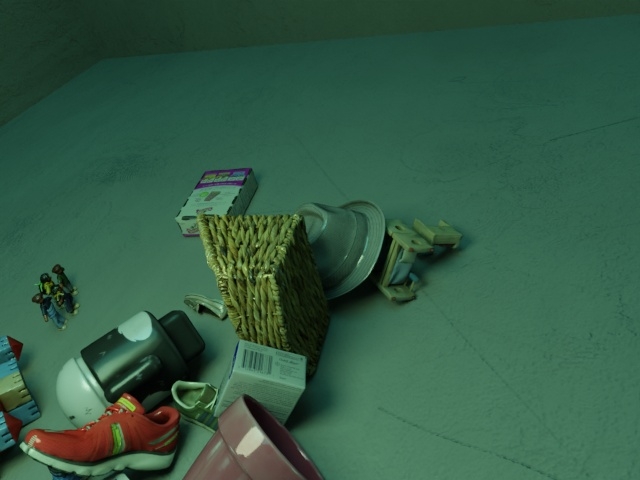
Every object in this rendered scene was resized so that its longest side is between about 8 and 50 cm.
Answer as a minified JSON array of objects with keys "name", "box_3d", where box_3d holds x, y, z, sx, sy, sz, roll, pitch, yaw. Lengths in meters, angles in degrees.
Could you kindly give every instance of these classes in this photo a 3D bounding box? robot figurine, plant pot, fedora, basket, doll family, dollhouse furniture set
[{"name":"robot figurine","box_3d":[-0.365,0.252,1.073,0.278,0.209,0.173,-35,58,-23]},{"name":"plant pot","box_3d":[-0.116,0.369,0.833,0.180,0.201,0.201,-43,42,-7]},{"name":"fedora","box_3d":[0.000,0.000,1.189,0.275,0.124,0.244,-6,60,57]},{"name":"basket","box_3d":[-0.129,0.117,1.046,0.222,0.299,0.214,1,42,18]},{"name":"doll family","box_3d":[-0.661,0.134,1.372,0.075,0.112,0.193,-27,39,-13]},{"name":"dollhouse furniture set","box_3d":[0.212,0.039,1.190,0.183,0.130,0.129,0,30,-29]}]

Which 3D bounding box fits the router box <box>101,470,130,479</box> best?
[{"name":"router box","box_3d":[-0.323,0.507,0.733,0.335,0.082,0.301,23,33,39]}]

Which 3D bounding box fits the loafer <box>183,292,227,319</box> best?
[{"name":"loafer","box_3d":[-0.267,0.152,1.263,0.125,0.045,0.039,8,50,24]}]

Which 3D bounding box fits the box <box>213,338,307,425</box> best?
[{"name":"box","box_3d":[-0.104,0.252,0.951,0.126,0.137,0.072,18,36,-12]}]

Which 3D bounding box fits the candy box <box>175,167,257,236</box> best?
[{"name":"candy box","box_3d":[-0.291,-0.112,1.574,0.159,0.071,0.234,-2,39,18]}]

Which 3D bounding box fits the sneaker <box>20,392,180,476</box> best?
[{"name":"sneaker","box_3d":[-0.351,0.311,0.912,0.107,0.279,0.119,10,82,37]}]

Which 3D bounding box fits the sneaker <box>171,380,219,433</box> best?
[{"name":"sneaker","box_3d":[-0.195,0.305,1.009,0.192,0.086,0.064,7,43,26]}]

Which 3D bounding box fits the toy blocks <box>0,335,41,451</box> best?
[{"name":"toy blocks","box_3d":[-0.700,0.345,1.100,0.260,0.191,0.381,-24,36,-28]}]

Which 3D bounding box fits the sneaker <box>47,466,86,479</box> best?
[{"name":"sneaker","box_3d":[-0.459,0.422,0.962,0.058,0.085,0.152,6,43,26]}]
